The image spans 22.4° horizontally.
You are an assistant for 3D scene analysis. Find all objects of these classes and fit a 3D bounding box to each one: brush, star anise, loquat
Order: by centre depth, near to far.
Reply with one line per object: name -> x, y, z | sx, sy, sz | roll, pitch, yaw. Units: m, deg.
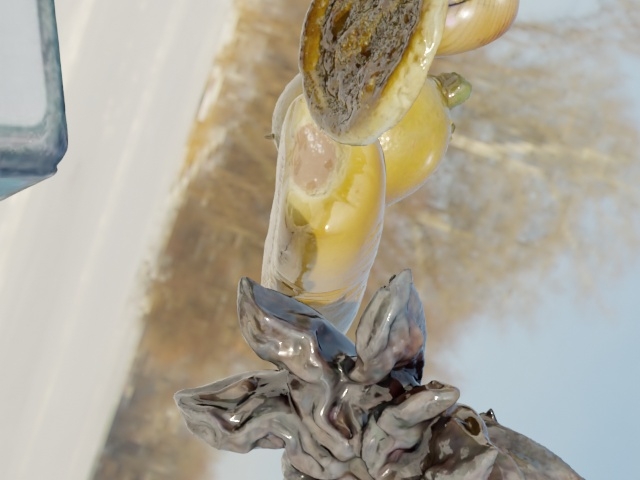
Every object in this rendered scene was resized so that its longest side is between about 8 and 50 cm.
star anise -> 0.040, 0.132, 0.997 | 0.212, 0.283, 0.129 | -23, -163, 32
loquat -> 0.047, -0.105, 1.507 | 0.172, 0.204, 0.149 | 161, -92, -82
brush -> 0.103, -0.324, 1.954 | 0.174, 0.266, 0.166 | -58, 138, -47

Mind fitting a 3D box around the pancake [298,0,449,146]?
pancake -> 0.031, -0.133, 1.026 | 0.158, 0.028, 0.158 | -33, -131, 47

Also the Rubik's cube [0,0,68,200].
Rubik's cube -> -0.356, -0.163, 0.776 | 0.362, 0.363, 0.359 | -13, -99, 48

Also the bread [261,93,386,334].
bread -> 0.000, 0.000, 1.317 | 0.305, 0.091, 0.142 | 102, -3, -66
